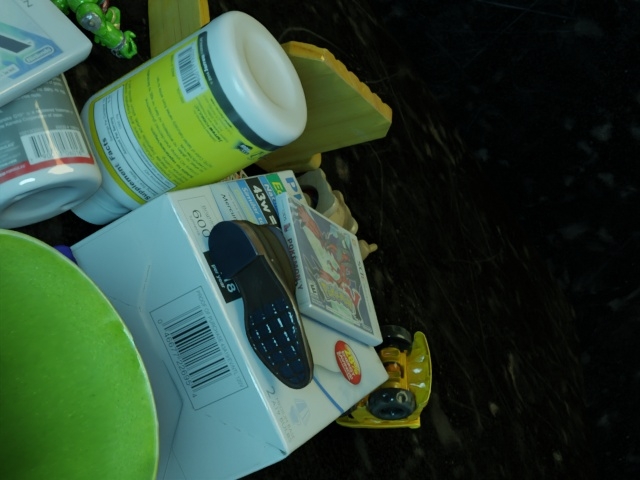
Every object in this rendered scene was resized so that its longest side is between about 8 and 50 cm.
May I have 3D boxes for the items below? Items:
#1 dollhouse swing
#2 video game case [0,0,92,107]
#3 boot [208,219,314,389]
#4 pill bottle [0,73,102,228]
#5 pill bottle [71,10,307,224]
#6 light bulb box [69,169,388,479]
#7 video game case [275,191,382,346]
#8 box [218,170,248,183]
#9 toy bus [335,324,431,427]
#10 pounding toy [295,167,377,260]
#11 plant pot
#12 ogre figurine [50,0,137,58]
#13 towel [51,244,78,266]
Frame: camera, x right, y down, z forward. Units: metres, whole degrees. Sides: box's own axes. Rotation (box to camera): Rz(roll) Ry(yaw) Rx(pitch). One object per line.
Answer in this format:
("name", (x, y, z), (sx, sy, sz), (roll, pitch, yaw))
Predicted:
("dollhouse swing", (-0.077, -0.316, 1.854), (0.347, 0.305, 0.315), (34, 38, -47))
("video game case", (-0.458, -0.246, 1.110), (0.300, 0.036, 0.329), (45, 46, 1))
("boot", (-0.046, 0.069, 1.260), (0.106, 0.082, 0.219), (-14, 77, -61))
("pill bottle", (-0.386, -0.171, 1.258), (0.161, 0.161, 0.283), (-3, 68, -64))
("pill bottle", (-0.200, -0.151, 1.403), (0.188, 0.334, 0.188), (45, 31, -37))
("light bulb box", (-0.126, 0.117, 1.427), (0.358, 0.225, 0.361), (65, 25, 2))
("video game case", (0.014, 0.043, 1.476), (0.201, 0.023, 0.183), (30, 40, -52))
("box", (-0.183, -0.081, 1.734), (0.114, 0.036, 0.207), (51, 27, -26))
("toy bus", (0.075, 0.257, 1.787), (0.211, 0.220, 0.149), (87, 2, -56))
("pounding toy", (0.000, 0.000, 1.913), (0.155, 0.154, 0.269), (49, 9, -30))
("plant pot", (-0.336, 0.172, 0.862), (0.275, 0.293, 0.275), (46, 29, -36))
("ogre figurine", (-0.359, -0.377, 1.598), (0.118, 0.096, 0.197), (10, 68, -75))
("towel", (-0.324, 0.165, 1.176), (0.227, 0.076, 0.308), (-13, 79, -58))
